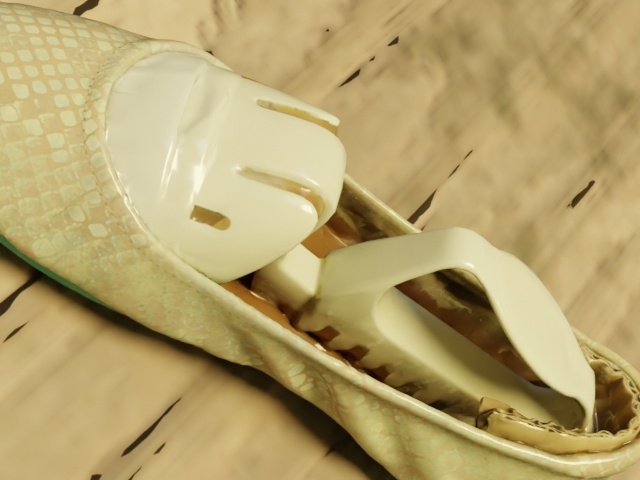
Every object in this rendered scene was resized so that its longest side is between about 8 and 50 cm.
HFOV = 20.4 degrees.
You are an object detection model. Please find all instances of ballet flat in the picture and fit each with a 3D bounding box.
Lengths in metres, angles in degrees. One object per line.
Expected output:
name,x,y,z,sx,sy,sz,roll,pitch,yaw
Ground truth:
ballet flat,0.000,0.000,0.337,0.168,0.052,0.057,34,48,-28
